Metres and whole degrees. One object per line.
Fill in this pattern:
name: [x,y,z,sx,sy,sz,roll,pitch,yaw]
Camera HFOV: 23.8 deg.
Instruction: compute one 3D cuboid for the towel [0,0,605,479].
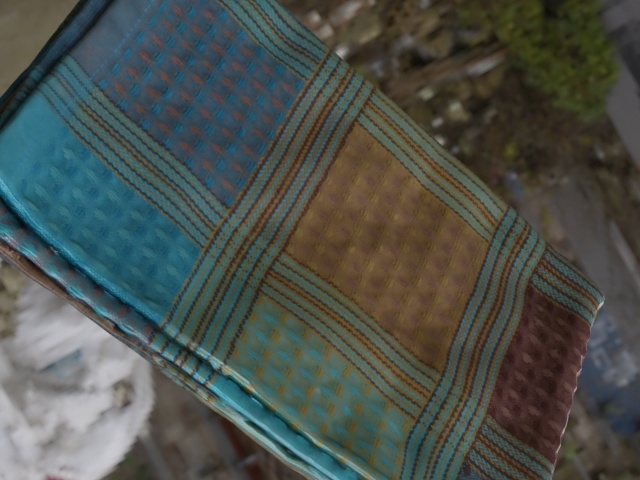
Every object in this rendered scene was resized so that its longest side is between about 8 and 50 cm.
towel: [0.000,0.000,0.835,0.040,0.370,0.271,-38,-162,43]
